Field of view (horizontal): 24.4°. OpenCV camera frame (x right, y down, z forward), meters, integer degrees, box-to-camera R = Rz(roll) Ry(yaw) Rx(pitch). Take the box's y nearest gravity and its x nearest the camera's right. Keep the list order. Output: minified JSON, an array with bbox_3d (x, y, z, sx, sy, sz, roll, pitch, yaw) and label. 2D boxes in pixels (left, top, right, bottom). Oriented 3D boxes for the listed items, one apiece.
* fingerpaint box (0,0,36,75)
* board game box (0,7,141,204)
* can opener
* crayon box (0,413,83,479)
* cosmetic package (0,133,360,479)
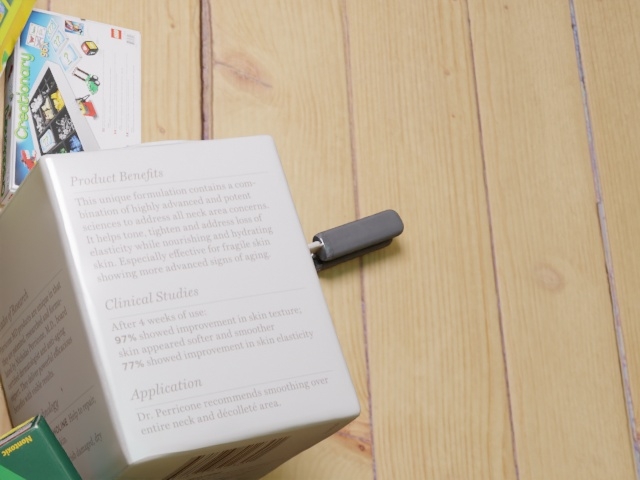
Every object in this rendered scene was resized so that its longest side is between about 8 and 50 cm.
[{"bbox_3d":[-0.567,-0.320,1.883,0.371,0.163,0.445,58,36,-44],"label":"fingerpaint box"},{"bbox_3d":[-0.354,-0.181,2.125,0.193,0.053,0.305,10,62,-25],"label":"board game box"},{"bbox_3d":[0.000,0.000,2.217,0.280,0.074,0.093,-14,73,-33],"label":"can opener"},{"bbox_3d":[-0.387,0.423,1.643,0.363,0.106,0.313,-31,95,-6],"label":"crayon box"},{"bbox_3d":[-0.208,0.115,1.890,0.329,0.327,0.394,-7,71,-32],"label":"cosmetic package"}]
